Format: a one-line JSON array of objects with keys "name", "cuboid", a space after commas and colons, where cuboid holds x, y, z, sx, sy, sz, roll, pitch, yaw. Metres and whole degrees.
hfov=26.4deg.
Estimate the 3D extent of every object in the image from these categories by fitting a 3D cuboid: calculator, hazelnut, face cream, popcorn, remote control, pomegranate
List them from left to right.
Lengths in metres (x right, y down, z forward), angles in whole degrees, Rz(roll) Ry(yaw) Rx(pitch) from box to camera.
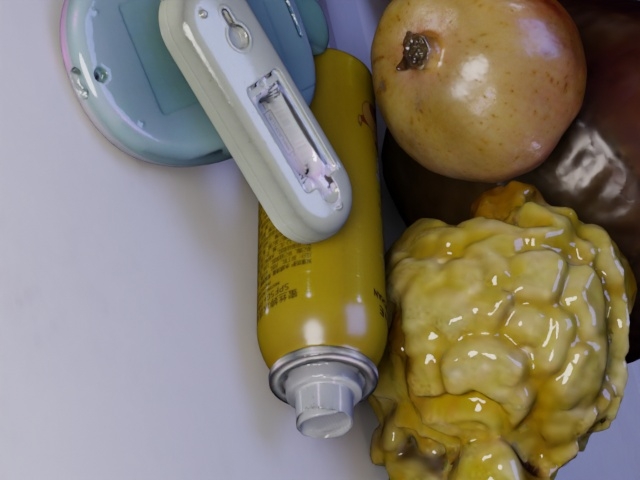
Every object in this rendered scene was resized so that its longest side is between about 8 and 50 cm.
[{"name": "calculator", "cuboid": [-0.084, -0.158, 1.059, 0.299, 0.041, 0.185, -28, 99, -49]}, {"name": "remote control", "cuboid": [-0.044, -0.098, 1.019, 0.078, 0.042, 0.221, -42, 107, -44]}, {"name": "face cream", "cuboid": [0.000, 0.000, 1.118, 0.105, 0.105, 0.349, 45, 33, -43]}, {"name": "pomegranate", "cuboid": [0.131, -0.144, 1.177, 0.191, 0.191, 0.191, 46, 33, -42]}, {"name": "popcorn", "cuboid": [0.140, 0.116, 1.176, 0.265, 0.225, 0.332, 149, -52, -75]}, {"name": "hazelnut", "cuboid": [0.285, -0.088, 1.407, 0.421, 0.420, 0.353, -86, 159, -44]}]
